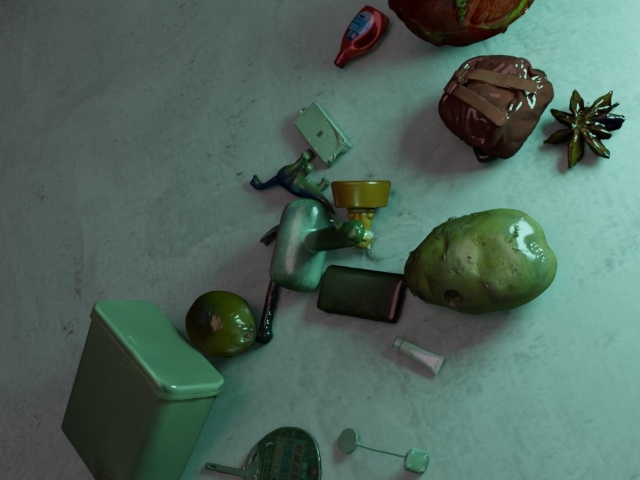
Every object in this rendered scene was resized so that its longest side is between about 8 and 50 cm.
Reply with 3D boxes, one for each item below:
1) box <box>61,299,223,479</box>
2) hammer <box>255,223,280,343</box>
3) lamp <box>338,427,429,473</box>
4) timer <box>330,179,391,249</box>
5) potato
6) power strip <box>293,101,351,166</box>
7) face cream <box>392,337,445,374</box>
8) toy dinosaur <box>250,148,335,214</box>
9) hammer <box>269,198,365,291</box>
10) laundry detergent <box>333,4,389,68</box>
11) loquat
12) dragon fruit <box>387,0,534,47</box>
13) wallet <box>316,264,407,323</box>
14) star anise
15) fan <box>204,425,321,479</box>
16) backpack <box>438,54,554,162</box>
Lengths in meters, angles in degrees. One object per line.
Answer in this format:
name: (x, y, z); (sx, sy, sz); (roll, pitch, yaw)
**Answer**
box: (-0.417, 0.369, 1.663); (0.352, 0.177, 0.344); (36, 112, 38)
hammer: (-0.107, 0.098, 1.705); (0.111, 0.033, 0.288); (-2, 70, 33)
lamp: (0.117, 0.410, 1.427); (0.198, 0.056, 0.050); (2, 73, 47)
timer: (0.089, -0.054, 1.597); (0.132, 0.132, 0.152); (2, 95, 35)
potato: (0.297, 0.043, 1.385); (0.296, 0.141, 0.192); (-11, 81, 29)
power strip: (0.004, -0.260, 1.779); (0.081, 0.035, 0.192); (-43, 53, 11)
face cream: (0.194, 0.226, 1.451); (0.115, 0.020, 0.038); (25, 85, 36)
toy dinosaur: (-0.070, -0.117, 1.766); (0.188, 0.075, 0.248); (-44, 57, 23)
hammer: (0.000, 0.000, 1.536); (0.335, 0.118, 0.207); (166, 116, -66)
laundry detergent: (0.096, -0.495, 1.810); (0.097, 0.049, 0.165); (40, 98, 35)
loquat: (-0.222, 0.194, 1.674); (0.195, 0.152, 0.152); (18, 81, 49)
dragon fruit: (0.302, -0.548, 1.552); (0.342, 0.277, 0.278); (6, 74, 41)
wallet: (0.088, 0.113, 1.565); (0.198, 0.031, 0.110); (6, 75, 36)
star anise: (0.504, -0.217, 1.404); (0.167, 0.057, 0.168); (-14, 62, 28)
fan: (-0.114, 0.527, 1.543); (0.294, 0.012, 0.223); (-30, 57, 21)
backpack: (0.344, -0.283, 1.487); (0.229, 0.139, 0.229); (-12, 66, 28)
